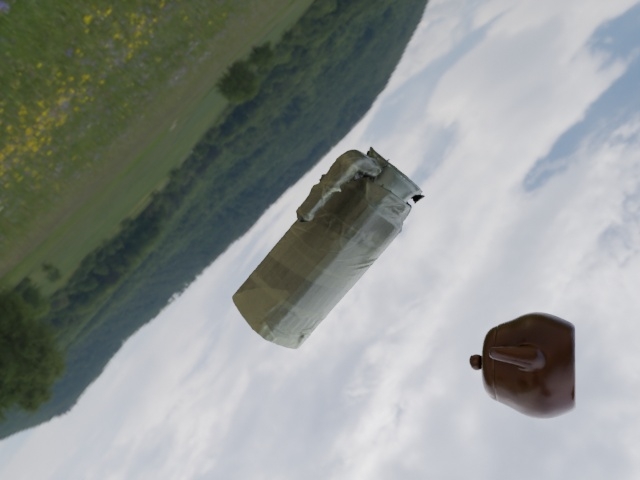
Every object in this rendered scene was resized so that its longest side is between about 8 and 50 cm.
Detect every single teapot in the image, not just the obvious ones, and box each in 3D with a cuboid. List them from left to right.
[{"bbox_3d":[0.000,0.000,0.625,0.200,0.107,0.077,-50,-130,7],"label":"teapot"},{"bbox_3d":[0.214,0.132,0.709,0.116,0.116,0.173,-45,153,3],"label":"teapot"}]
